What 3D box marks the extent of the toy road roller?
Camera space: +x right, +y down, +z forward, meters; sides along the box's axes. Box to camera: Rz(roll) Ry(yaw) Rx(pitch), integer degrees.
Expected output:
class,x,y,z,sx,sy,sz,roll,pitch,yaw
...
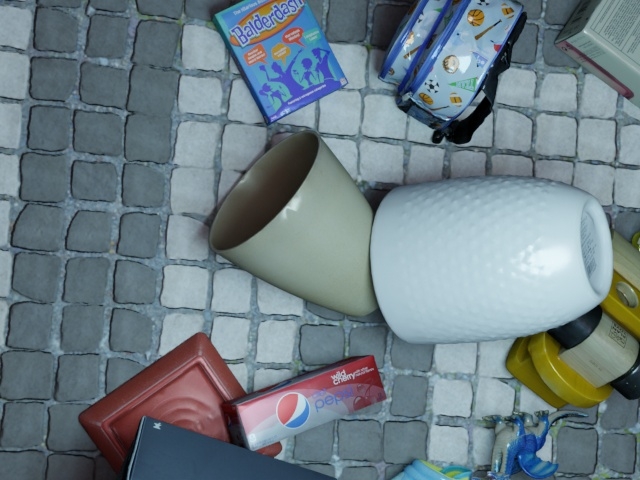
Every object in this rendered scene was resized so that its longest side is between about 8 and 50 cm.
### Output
class,x,y,z,sx,sy,sz,roll,pitch,yaw
toy road roller,0.470,0.155,1.849,0.202,0.240,0.329,39,44,-8

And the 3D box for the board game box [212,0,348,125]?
class,x,y,z,sx,sy,sz,roll,pitch,yaw
board game box,-0.070,-0.330,1.798,0.160,0.047,0.210,-29,94,-11

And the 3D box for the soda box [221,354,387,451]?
class,x,y,z,sx,sy,sz,roll,pitch,yaw
soda box,-0.026,0.272,1.743,0.263,0.092,0.083,-18,89,-24

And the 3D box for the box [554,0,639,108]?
class,x,y,z,sx,sy,sz,roll,pitch,yaw
box,0.579,-0.364,1.894,0.232,0.127,0.148,35,82,-9

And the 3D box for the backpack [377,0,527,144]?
class,x,y,z,sx,sy,sz,roll,pitch,yaw
backpack,0.230,-0.329,1.751,0.213,0.263,0.276,25,85,-10

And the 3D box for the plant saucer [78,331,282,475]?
class,x,y,z,sx,sy,sz,roll,pitch,yaw
plant saucer,-0.233,0.331,1.747,0.258,0.048,0.259,-35,95,-11

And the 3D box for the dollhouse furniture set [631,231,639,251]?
class,x,y,z,sx,sy,sz,roll,pitch,yaw
dollhouse furniture set,0.772,-0.042,1.938,0.303,0.198,0.286,23,83,13

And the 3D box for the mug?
class,x,y,z,sx,sy,sz,roll,pitch,yaw
mug,0.315,0.018,1.712,0.328,0.374,0.276,-7,97,33

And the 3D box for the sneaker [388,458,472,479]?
class,x,y,z,sx,sy,sz,roll,pitch,yaw
sneaker,0.231,0.520,1.800,0.208,0.127,0.319,-42,98,-9

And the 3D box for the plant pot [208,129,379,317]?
class,x,y,z,sx,sy,sz,roll,pitch,yaw
plant pot,0.000,0.000,1.722,0.274,0.256,0.256,41,81,-23

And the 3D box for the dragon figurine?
class,x,y,z,sx,sy,sz,roll,pitch,yaw
dragon figurine,0.368,0.378,1.835,0.289,0.085,0.144,0,81,-41

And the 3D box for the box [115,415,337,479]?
class,x,y,z,sx,sy,sz,roll,pitch,yaw
box,-0.183,0.494,1.625,0.343,0.179,0.312,20,112,-10
